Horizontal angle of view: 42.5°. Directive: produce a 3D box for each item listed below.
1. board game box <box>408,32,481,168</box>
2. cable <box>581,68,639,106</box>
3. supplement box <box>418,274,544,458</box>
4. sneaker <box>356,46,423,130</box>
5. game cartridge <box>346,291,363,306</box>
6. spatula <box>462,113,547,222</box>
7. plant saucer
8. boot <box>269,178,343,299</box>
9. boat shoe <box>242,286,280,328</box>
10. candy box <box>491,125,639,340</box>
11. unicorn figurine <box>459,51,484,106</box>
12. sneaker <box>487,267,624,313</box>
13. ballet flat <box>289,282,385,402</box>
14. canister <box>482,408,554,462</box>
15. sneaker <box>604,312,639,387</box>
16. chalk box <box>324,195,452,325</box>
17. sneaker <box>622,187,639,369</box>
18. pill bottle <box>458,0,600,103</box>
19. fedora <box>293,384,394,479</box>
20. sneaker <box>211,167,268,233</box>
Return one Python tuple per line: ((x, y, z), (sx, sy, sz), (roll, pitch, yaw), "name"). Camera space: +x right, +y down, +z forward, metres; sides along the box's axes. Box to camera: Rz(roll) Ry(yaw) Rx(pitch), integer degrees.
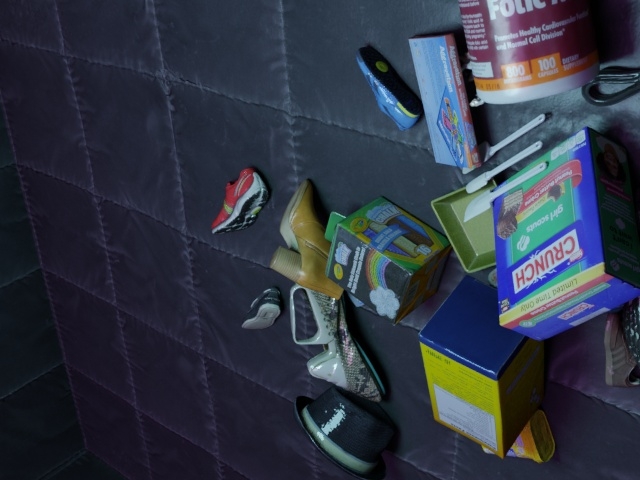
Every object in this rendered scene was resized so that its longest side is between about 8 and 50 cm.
((0.262, -0.294, 1.739), (0.145, 0.027, 0.281), (26, 134, 64), "board game box")
((0.598, -0.302, 1.444), (0.139, 0.072, 0.287), (43, 152, -8), "cable")
((0.365, 0.282, 1.821), (0.194, 0.195, 0.356), (26, 149, 32), "supplement box")
((0.139, -0.336, 1.843), (0.209, 0.069, 0.082), (52, 143, 7), "sneaker")
((0.108, 0.144, 2.204), (0.056, 0.017, 0.083), (51, 139, 4), "game cartridge")
((0.371, -0.155, 1.683), (0.019, 0.168, 0.242), (23, 147, -22), "spatula")
((0.361, -0.038, 1.821), (0.188, 0.045, 0.188), (-24, 95, 49), "plant saucer")
((0.000, 0.000, 2.122), (0.211, 0.295, 0.104), (24, 147, -14), "boot")
((-0.178, 0.213, 2.498), (0.233, 0.084, 0.079), (133, 140, -55), "boat shoe")
((0.456, -0.007, 1.552), (0.268, 0.122, 0.317), (-39, 40, 49), "candy box")
((0.338, -0.323, 1.660), (0.162, 0.060, 0.111), (52, 143, 3), "unicorn figurine")
((0.508, 0.124, 1.743), (0.302, 0.108, 0.121), (6, 132, 40), "sneaker")
((0.015, 0.254, 2.232), (0.164, 0.182, 0.483), (15, 128, 67), "ballet flat")
((0.468, 0.468, 2.003), (0.170, 0.073, 0.126), (-7, 108, 48), "canister")
((0.632, 0.224, 1.715), (0.071, 0.066, 0.188), (3, 122, 25), "sneaker")
((0.138, 0.028, 1.984), (0.289, 0.179, 0.180), (36, 135, 25), "chalk box")
((0.667, 0.101, 1.517), (0.182, 0.158, 0.410), (-1, 112, 9), "sneaker")
((0.349, -0.458, 1.443), (0.224, 0.224, 0.392), (2, 115, 44), "pill bottle")
((0.089, 0.514, 2.304), (0.334, 0.334, 0.152), (43, 103, 17), "fedora")
((-0.235, -0.111, 2.347), (0.279, 0.107, 0.118), (-43, 63, 45), "sneaker")
